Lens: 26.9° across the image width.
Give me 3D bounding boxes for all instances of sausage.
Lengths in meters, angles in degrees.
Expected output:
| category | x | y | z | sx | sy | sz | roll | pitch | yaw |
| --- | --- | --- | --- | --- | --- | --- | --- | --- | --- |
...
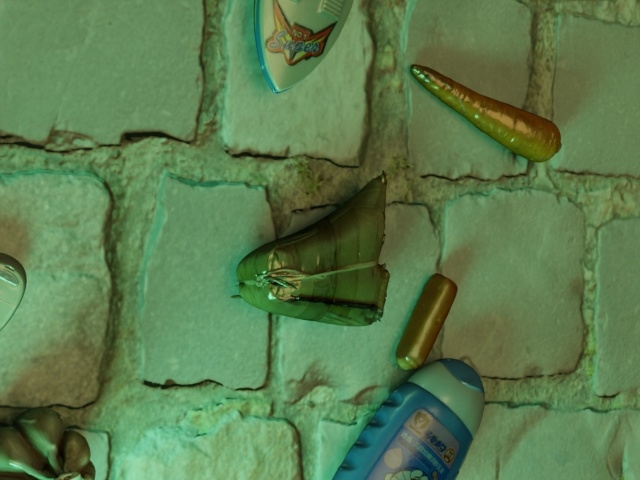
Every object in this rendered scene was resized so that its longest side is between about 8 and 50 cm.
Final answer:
| category | x | y | z | sx | sy | sz | roll | pitch | yaw |
| --- | --- | --- | --- | --- | --- | --- | --- | --- | --- |
| sausage | 0.136 | 0.107 | 1.728 | 0.039 | 0.041 | 0.131 | 40 | 71 | -47 |

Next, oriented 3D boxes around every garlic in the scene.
| category | x | y | z | sx | sy | sz | roll | pitch | yaw |
| --- | --- | --- | --- | --- | --- | --- | --- | --- | --- |
| garlic | -0.298 | 0.248 | 1.400 | 0.127 | 0.194 | 0.131 | 45 | 75 | -13 |

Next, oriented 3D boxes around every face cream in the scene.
| category | x | y | z | sx | sy | sz | roll | pitch | yaw |
| --- | --- | --- | --- | --- | --- | --- | --- | --- | --- |
| face cream | 0.119 | 0.265 | 1.696 | 0.149 | 0.083 | 0.264 | 47 | 69 | -25 |

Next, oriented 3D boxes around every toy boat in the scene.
| category | x | y | z | sx | sy | sz | roll | pitch | yaw |
| --- | --- | --- | --- | --- | --- | --- | --- | --- | --- |
| toy boat | -0.012 | -0.315 | 1.609 | 0.129 | 0.088 | 0.295 | 21 | 80 | -28 |

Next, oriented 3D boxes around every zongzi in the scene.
| category | x | y | z | sx | sy | sz | roll | pitch | yaw |
| --- | --- | --- | --- | --- | --- | --- | --- | --- | --- |
| zongzi | 0.000 | 0.000 | 1.612 | 0.194 | 0.099 | 0.197 | 9 | 88 | -36 |

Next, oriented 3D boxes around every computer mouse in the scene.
| category | x | y | z | sx | sy | sz | roll | pitch | yaw |
| --- | --- | --- | --- | --- | --- | --- | --- | --- | --- |
| computer mouse | -0.358 | 0.059 | 1.443 | 0.066 | 0.039 | 0.096 | 33 | 83 | -26 |

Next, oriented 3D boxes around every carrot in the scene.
| category | x | y | z | sx | sy | sz | roll | pitch | yaw |
| --- | --- | --- | --- | --- | --- | --- | --- | --- | --- |
| carrot | 0.223 | -0.168 | 1.767 | 0.256 | 0.061 | 0.061 | 25 | 79 | -26 |
